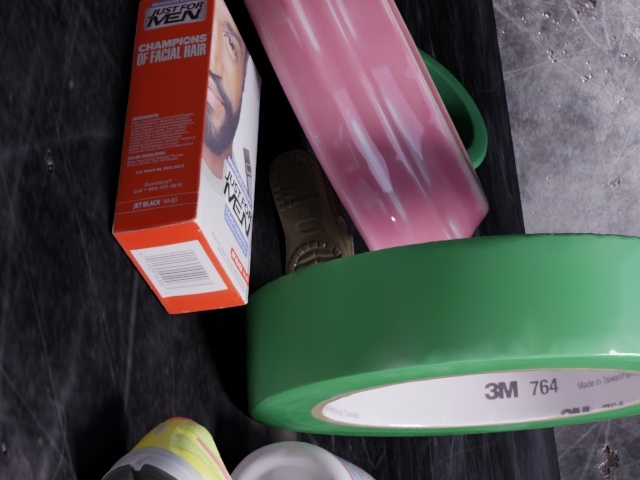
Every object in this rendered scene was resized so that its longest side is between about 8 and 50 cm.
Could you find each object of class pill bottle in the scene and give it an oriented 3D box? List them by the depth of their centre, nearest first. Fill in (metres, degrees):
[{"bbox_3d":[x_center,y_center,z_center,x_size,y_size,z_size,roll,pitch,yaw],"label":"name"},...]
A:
[{"bbox_3d":[-0.002,0.183,0.995,0.160,0.087,0.087,47,38,-69],"label":"pill bottle"}]

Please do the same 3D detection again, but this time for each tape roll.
[{"bbox_3d":[0.110,0.072,1.017,0.321,0.321,0.077,43,41,-70],"label":"tape roll"}]

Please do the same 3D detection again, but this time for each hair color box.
[{"bbox_3d":[-0.074,-0.053,0.888,0.093,0.053,0.167,63,23,-54],"label":"hair color box"}]

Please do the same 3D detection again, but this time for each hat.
[{"bbox_3d":[0.047,-0.079,1.480,0.208,0.183,0.173,23,41,-26],"label":"hat"}]

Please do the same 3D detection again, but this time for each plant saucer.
[{"bbox_3d":[0.032,-0.117,1.090,0.332,0.084,0.332,63,8,-16],"label":"plant saucer"}]

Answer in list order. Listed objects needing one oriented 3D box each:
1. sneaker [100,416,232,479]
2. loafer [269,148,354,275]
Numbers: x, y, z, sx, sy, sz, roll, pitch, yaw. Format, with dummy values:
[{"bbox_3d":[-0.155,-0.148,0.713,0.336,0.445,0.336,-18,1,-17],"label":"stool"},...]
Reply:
[{"bbox_3d":[-0.053,0.184,0.798,0.094,0.081,0.208,-73,153,-64],"label":"sneaker"},{"bbox_3d":[0.000,0.000,1.166,0.050,0.056,0.148,-34,117,-68],"label":"loafer"}]
